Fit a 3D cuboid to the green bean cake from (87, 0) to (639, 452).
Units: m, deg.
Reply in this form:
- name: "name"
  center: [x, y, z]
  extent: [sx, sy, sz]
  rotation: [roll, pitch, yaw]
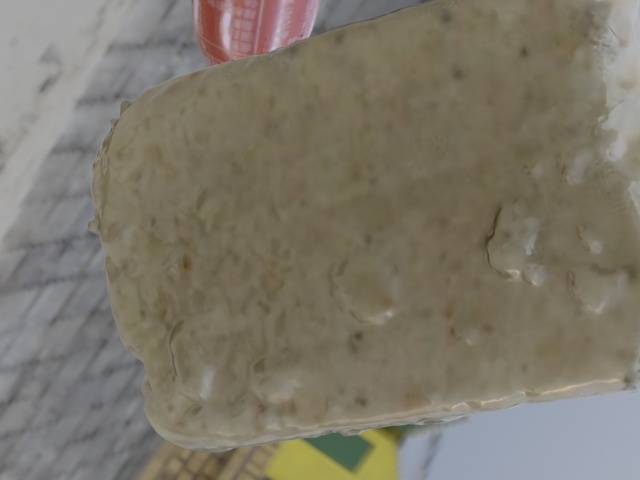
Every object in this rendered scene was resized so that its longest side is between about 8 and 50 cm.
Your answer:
- name: "green bean cake"
  center: [0.027, -0.006, 0.485]
  extent: [0.179, 0.109, 0.085]
  rotation: [-11, 179, 34]

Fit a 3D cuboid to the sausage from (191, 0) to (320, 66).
- name: "sausage"
  center: [-0.022, -0.185, 0.862]
  extent: [0.074, 0.074, 0.274]
  rotation: [-54, 159, -53]
